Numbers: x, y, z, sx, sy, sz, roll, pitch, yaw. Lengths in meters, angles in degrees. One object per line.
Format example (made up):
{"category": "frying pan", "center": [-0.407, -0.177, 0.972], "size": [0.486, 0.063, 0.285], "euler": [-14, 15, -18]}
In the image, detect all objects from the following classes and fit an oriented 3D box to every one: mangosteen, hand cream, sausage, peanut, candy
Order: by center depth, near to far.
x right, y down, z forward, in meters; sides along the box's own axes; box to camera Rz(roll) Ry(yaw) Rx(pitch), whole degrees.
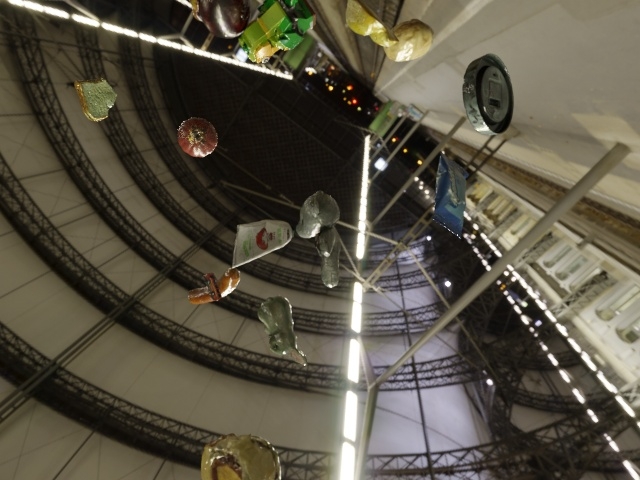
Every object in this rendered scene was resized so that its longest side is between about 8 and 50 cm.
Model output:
{"category": "mangosteen", "center": [-0.222, -0.509, 0.872], "size": [0.140, 0.140, 0.140], "euler": [34, -160, -14]}
{"category": "peanut", "center": [0.260, -0.593, 1.198], "size": [0.141, 0.109, 0.159], "euler": [-2, -160, 0]}
{"category": "hand cream", "center": [-0.175, -0.007, 1.247], "size": [0.076, 0.121, 0.336], "euler": [8, -168, 21]}
{"category": "candy", "center": [0.503, -0.177, 1.542], "size": [0.187, 0.077, 0.331], "euler": [31, -124, -28]}
{"category": "sausage", "center": [-0.472, 0.216, 1.827], "size": [0.103, 0.302, 0.076], "euler": [49, -153, -29]}

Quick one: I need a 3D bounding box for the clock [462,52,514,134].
{"category": "clock", "center": [0.464, -0.397, 1.106], "size": [0.215, 0.214, 0.042], "euler": [23, 166, -37]}

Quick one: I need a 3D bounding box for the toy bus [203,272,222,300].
{"category": "toy bus", "center": [-0.418, 0.179, 1.562], "size": [0.043, 0.031, 0.110], "euler": [-23, -76, -34]}

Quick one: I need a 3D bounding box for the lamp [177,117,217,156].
{"category": "lamp", "center": [-0.318, -0.268, 1.044], "size": [0.101, 0.101, 0.090], "euler": [33, 171, -17]}

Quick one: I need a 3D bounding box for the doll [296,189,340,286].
{"category": "doll", "center": [-0.008, -0.002, 1.425], "size": [0.158, 0.340, 0.246], "euler": [-2, -170, 2]}

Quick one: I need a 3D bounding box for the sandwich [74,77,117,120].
{"category": "sandwich", "center": [-0.580, -0.367, 1.048], "size": [0.036, 0.104, 0.093], "euler": [19, -149, 34]}

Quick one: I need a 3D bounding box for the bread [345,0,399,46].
{"category": "bread", "center": [0.126, -0.561, 1.048], "size": [0.150, 0.065, 0.187], "euler": [14, -143, -40]}

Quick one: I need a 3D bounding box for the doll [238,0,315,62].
{"category": "doll", "center": [-0.099, -0.476, 0.893], "size": [0.106, 0.186, 0.134], "euler": [57, -155, 2]}

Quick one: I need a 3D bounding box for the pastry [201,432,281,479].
{"category": "pastry", "center": [-0.213, 0.672, 1.158], "size": [0.237, 0.255, 0.170], "euler": [12, -156, 35]}

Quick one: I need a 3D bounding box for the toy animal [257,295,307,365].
{"category": "toy animal", "center": [-0.130, 0.316, 1.361], "size": [0.127, 0.125, 0.251], "euler": [7, -126, -58]}
